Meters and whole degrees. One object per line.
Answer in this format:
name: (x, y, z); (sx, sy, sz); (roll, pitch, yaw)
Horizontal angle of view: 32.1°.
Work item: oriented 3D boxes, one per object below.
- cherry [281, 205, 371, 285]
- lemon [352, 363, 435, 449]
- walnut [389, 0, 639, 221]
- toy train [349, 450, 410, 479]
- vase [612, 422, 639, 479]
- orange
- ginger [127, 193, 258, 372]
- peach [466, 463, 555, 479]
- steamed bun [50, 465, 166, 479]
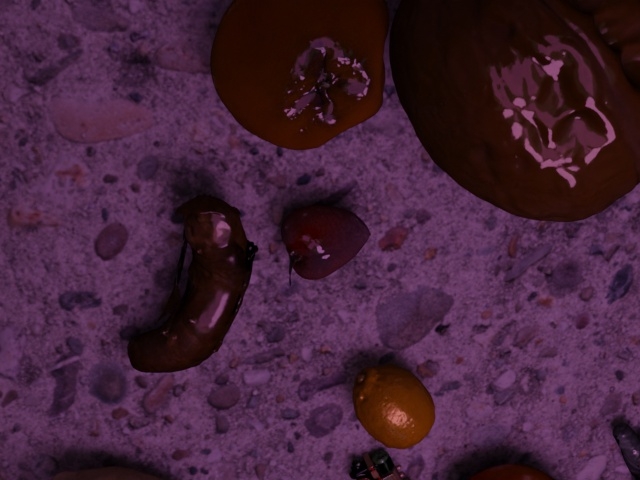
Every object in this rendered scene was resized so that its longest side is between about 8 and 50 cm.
cherry: (-0.001, 0.003, 1.570); (0.126, 0.087, 0.106); (-5, 116, -28)
lemon: (0.109, 0.250, 1.688); (0.114, 0.114, 0.155); (-38, 113, 9)
walnut: (0.277, -0.218, 1.385); (0.354, 0.308, 0.398); (-48, 113, -11)
toy train: (0.103, 0.397, 1.791); (0.087, 0.050, 0.138); (-29, 115, -1)
vase: (0.544, 0.378, 1.850); (0.060, 0.060, 0.211); (-37, 115, 8)
orange: (-0.022, -0.230, 1.402); (0.248, 0.183, 0.249); (-4, 115, -10)
ginger: (-0.172, 0.074, 1.564); (0.133, 0.107, 0.309); (6, 118, -28)
peach: (0.308, 0.463, 1.778); (0.226, 0.190, 0.196); (20, 119, -25)
steamed bun: (-0.322, 0.412, 1.694); (0.231, 0.110, 0.212); (-38, 121, 1)
